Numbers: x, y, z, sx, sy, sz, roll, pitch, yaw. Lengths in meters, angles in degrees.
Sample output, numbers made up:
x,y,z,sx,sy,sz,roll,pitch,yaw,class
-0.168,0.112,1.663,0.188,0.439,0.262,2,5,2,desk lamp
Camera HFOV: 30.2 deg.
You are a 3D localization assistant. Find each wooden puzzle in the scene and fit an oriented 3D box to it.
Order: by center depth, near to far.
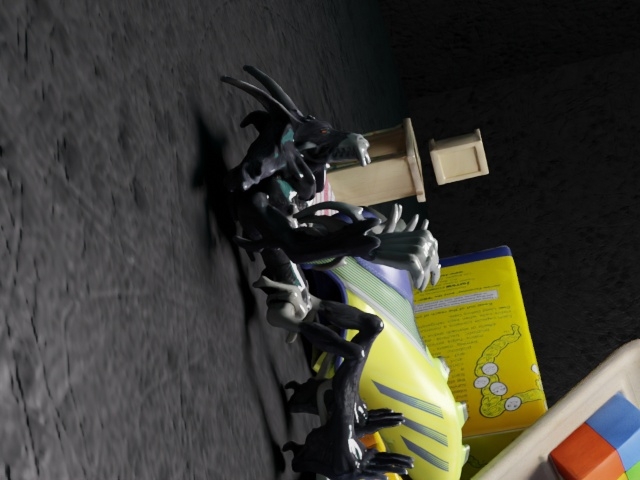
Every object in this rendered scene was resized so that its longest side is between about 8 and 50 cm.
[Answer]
x,y,z,sx,sy,sz,roll,pitch,yaw,class
0.255,0.297,1.222,0.080,0.347,0.322,49,-6,43,wooden puzzle

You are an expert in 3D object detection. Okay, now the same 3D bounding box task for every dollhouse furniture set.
x,y,z,sx,sy,sz,roll,pitch,yaw,class
0.100,-0.046,1.323,0.101,0.181,0.161,-89,164,-58,dollhouse furniture set

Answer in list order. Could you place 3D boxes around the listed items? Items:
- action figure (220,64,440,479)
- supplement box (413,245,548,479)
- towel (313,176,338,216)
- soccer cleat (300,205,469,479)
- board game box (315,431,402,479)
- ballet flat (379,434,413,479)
x,y,z,sx,sy,sz,roll,pitch,yaw,class
0.013,0.013,0.807,0.164,0.140,0.276,-68,148,-73,action figure
0.175,0.195,1.452,0.357,0.195,0.194,-88,164,-58,supplement box
0.000,0.000,1.134,0.144,0.029,0.197,-91,165,-51,towel
0.047,0.110,1.045,0.093,0.121,0.289,19,-48,57,soccer cleat
0.109,0.333,0.796,0.390,0.050,0.390,61,2,-3,board game box
0.072,0.227,1.183,0.077,0.077,0.231,-62,142,-44,ballet flat
